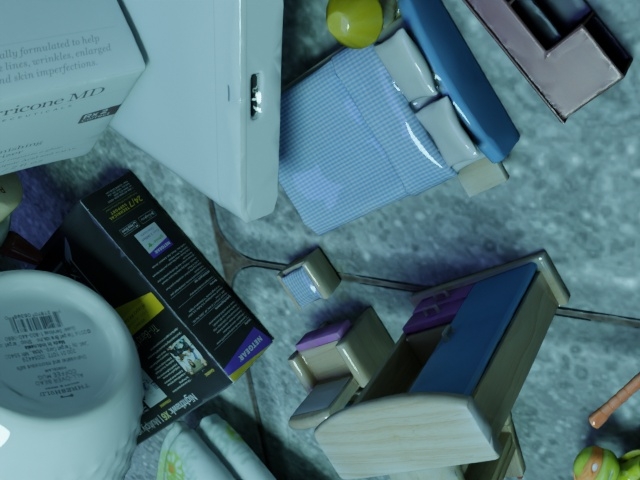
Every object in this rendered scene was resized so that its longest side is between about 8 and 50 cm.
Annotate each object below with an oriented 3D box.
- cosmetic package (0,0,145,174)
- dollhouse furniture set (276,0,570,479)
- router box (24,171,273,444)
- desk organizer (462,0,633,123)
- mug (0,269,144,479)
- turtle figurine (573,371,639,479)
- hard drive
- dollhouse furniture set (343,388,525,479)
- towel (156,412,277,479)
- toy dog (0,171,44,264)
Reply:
[{"bbox_3d":[-0.263,-0.151,0.621,0.183,0.151,0.152,-28,86,56],"label":"cosmetic package"},{"bbox_3d":[0.000,0.000,0.598,0.286,0.198,0.303,-23,103,39],"label":"dollhouse furniture set"},{"bbox_3d":[-0.234,0.103,0.887,0.243,0.081,0.308,51,131,-3],"label":"router box"},{"bbox_3d":[0.147,-0.149,0.513,0.130,0.047,0.050,50,129,-3],"label":"desk organizer"},{"bbox_3d":[-0.362,0.189,0.735,0.328,0.374,0.276,-52,45,34],"label":"mug"},{"bbox_3d":[0.292,0.224,0.621,0.217,0.087,0.270,22,117,10],"label":"turtle figurine"},{"bbox_3d":[-0.142,-0.169,0.624,0.307,0.040,0.203,33,133,37],"label":"hard drive"},{"bbox_3d":[0.077,0.205,0.719,0.183,0.129,0.129,-6,114,34],"label":"dollhouse furniture set"},{"bbox_3d":[-0.072,0.420,0.896,0.374,0.090,0.321,43,139,27],"label":"towel"},{"bbox_3d":[-0.380,-0.084,0.807,0.220,0.161,0.334,-20,63,24],"label":"toy dog"}]
